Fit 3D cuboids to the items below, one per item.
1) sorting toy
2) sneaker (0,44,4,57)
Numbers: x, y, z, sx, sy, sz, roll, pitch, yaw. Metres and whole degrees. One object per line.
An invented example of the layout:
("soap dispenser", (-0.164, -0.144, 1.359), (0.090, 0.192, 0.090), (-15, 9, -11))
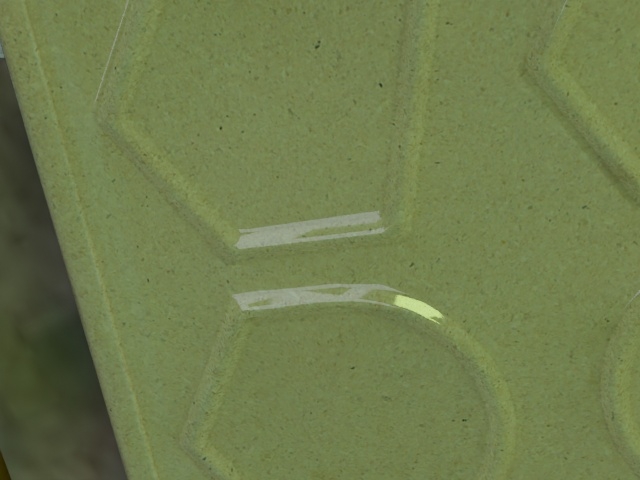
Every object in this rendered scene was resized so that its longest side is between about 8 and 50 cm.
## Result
("sorting toy", (0.000, 0.000, 0.405), (0.307, 0.041, 0.229), (-6, 122, 11))
("sneaker", (-0.118, -0.091, 0.393), (0.228, 0.087, 0.092), (15, 120, -18))
